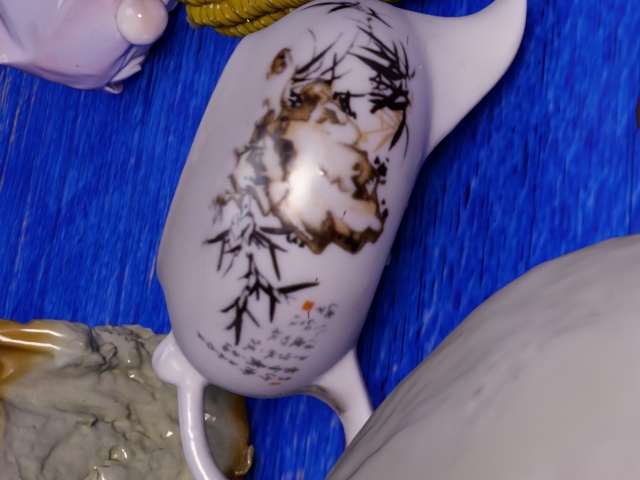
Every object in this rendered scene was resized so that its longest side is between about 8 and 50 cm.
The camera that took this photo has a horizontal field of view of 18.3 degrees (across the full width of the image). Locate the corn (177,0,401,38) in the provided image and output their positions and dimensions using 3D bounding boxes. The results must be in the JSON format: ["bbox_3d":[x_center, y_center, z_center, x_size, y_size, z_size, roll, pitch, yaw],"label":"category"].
[{"bbox_3d":[0.012,-0.176,1.153,0.313,0.102,0.102,1,73,58],"label":"corn"}]

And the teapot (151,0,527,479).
[{"bbox_3d":[0.000,0.000,1.014,0.208,0.165,0.300,-159,80,-81],"label":"teapot"}]

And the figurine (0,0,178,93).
[{"bbox_3d":[-0.144,-0.222,1.434,0.276,0.133,0.200,-55,27,25],"label":"figurine"}]

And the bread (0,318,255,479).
[{"bbox_3d":[-0.171,0.194,1.089,0.250,0.225,0.279,-44,41,43],"label":"bread"}]

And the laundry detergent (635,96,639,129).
[{"bbox_3d":[0.194,-0.067,0.738,0.221,0.078,0.144,-26,32,52],"label":"laundry detergent"}]

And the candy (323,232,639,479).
[{"bbox_3d":[0.093,0.198,0.648,0.386,0.186,0.427,-46,36,32],"label":"candy"}]
